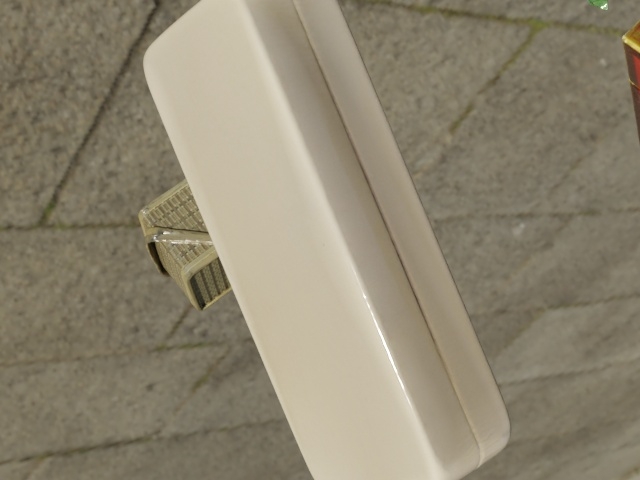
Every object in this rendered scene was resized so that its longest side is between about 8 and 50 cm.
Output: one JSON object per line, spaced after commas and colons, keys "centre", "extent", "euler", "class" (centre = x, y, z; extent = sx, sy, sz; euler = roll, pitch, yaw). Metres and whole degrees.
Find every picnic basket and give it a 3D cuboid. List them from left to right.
{"centre": [-0.084, -0.019, 1.060], "extent": [0.164, 0.079, 0.115], "euler": [-36, 162, -12], "class": "picnic basket"}

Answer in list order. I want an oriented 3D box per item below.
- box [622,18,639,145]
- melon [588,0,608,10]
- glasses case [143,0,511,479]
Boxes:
{"centre": [0.321, -0.085, 0.877], "extent": [0.074, 0.153, 0.240], "euler": [-42, 155, 2], "class": "box"}
{"centre": [0.326, -0.296, 1.088], "extent": [0.053, 0.114, 0.262], "euler": [-49, 179, -18], "class": "melon"}
{"centre": [0.000, 0.000, 0.736], "extent": [0.076, 0.336, 0.144], "euler": [-23, -178, -37], "class": "glasses case"}
